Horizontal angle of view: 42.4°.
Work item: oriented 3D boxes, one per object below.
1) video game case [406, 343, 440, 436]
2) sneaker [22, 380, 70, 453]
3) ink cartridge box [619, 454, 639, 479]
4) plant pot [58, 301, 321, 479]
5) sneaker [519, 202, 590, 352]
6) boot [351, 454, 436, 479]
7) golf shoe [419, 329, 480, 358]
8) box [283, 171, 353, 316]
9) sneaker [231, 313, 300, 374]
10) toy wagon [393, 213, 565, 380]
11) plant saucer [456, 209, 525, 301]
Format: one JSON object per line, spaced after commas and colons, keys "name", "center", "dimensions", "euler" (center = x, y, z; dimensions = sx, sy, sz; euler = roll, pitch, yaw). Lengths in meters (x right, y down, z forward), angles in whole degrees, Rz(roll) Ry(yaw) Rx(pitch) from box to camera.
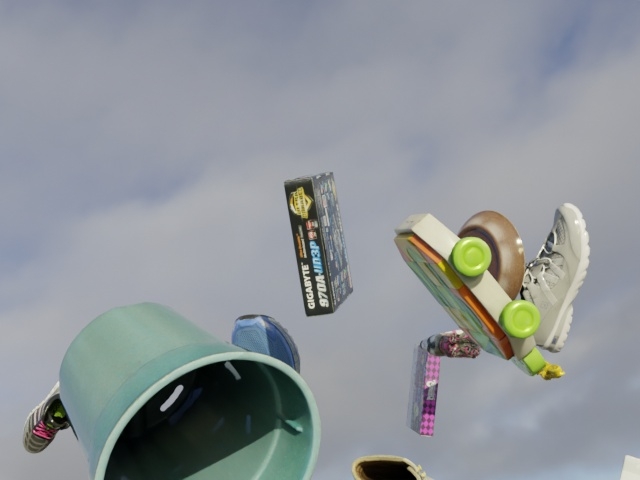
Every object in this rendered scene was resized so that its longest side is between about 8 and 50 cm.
{"name": "video game case", "center": [0.277, 0.398, 2.224], "dimensions": [0.042, 0.232, 0.210], "euler": [7, -7, -3]}
{"name": "sneaker", "center": [-0.493, 0.328, 1.508], "dimensions": [0.063, 0.075, 0.170], "euler": [34, -81, -21]}
{"name": "ink cartridge box", "center": [0.577, 0.487, 1.273], "dimensions": [0.275, 0.238, 0.060], "euler": [14, -8, 19]}
{"name": "plant pot", "center": [-0.229, 0.264, 1.262], "dimensions": [0.341, 0.341, 0.334], "euler": [7, 13, -34]}
{"name": "sneaker", "center": [0.416, 0.067, 1.522], "dimensions": [0.115, 0.281, 0.105], "euler": [10, 7, -1]}
{"name": "boot", "center": [0.154, 0.364, 1.154], "dimensions": [0.213, 0.077, 0.165], "euler": [13, -24, 23]}
{"name": "golf shoe", "center": [0.306, 0.237, 1.914], "dimensions": [0.086, 0.067, 0.186], "euler": [-2, -9, 40]}
{"name": "box", "center": [0.000, 0.000, 1.363], "dimensions": [0.051, 0.220, 0.175], "euler": [-8, 7, 13]}
{"name": "sneaker", "center": [-0.100, 0.298, 1.548], "dimensions": [0.130, 0.329, 0.147], "euler": [-10, 10, 10]}
{"name": "toy wagon", "center": [0.252, 0.101, 1.300], "dimensions": [0.068, 0.344, 0.267], "euler": [-40, 6, -6]}
{"name": "plant saucer", "center": [0.306, 0.042, 1.572], "dimensions": [0.036, 0.198, 0.198], "euler": [-2, -26, -31]}
